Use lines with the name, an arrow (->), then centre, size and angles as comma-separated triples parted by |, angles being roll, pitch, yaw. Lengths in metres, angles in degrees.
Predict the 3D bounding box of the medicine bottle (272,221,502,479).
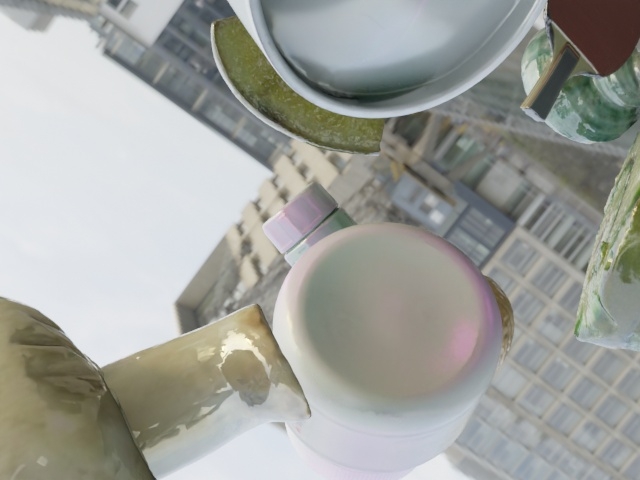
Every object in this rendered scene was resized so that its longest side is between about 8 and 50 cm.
medicine bottle -> 0.062, 0.146, 1.132 | 0.241, 0.241, 0.302 | 40, 155, 17

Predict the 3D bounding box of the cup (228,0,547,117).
cup -> 0.067, -0.286, 0.822 | 0.356, 0.260, 0.274 | -9, -142, -20

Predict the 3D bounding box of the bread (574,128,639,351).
bread -> 0.495, -0.018, 1.501 | 0.129, 0.366, 0.382 | 19, -155, 11

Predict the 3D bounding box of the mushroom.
mushroom -> -0.201, 0.186, 0.760 | 0.355, 0.315, 0.315 | -3, 174, 20

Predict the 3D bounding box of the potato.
potato -> -0.031, -0.264, 1.353 | 0.255, 0.270, 0.112 | 7, -178, -16

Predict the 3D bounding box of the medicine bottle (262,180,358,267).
medicine bottle -> 0.000, 0.000, 1.656 | 0.168, 0.135, 0.135 | 49, -172, -3

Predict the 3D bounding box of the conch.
conch -> 0.429, -0.257, 1.580 | 0.277, 0.220, 0.196 | 4, 118, 59

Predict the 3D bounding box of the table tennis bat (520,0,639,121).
table tennis bat -> 0.271, -0.215, 1.023 | 0.130, 0.220, 0.019 | 39, 165, -25

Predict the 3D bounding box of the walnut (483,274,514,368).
walnut -> 0.284, 0.178, 2.019 | 0.225, 0.224, 0.261 | 45, 150, 41
